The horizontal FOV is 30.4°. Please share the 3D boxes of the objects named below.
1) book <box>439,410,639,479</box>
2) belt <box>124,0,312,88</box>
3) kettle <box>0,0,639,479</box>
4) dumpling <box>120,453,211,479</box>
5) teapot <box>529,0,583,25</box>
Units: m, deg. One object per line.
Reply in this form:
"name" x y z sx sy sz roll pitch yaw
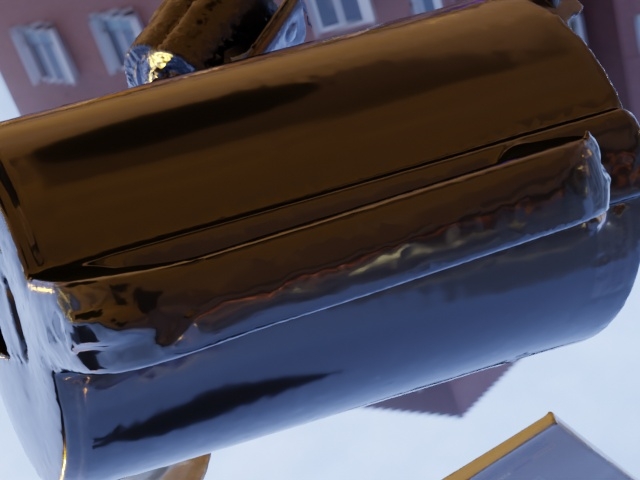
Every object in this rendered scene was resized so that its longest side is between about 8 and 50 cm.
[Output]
"book" 0.215 0.287 1.257 0.217 0.310 0.021 -36 -128 13
"belt" -0.078 -0.094 0.885 0.122 0.218 0.128 25 -113 19
"kettle" -0.001 0.012 0.586 0.308 0.203 0.262 -16 -146 -25
"dumpling" -0.190 0.193 1.191 0.166 0.126 0.216 21 -134 -18
"teapot" 0.226 -0.264 1.397 0.177 0.096 0.087 -35 -171 45
